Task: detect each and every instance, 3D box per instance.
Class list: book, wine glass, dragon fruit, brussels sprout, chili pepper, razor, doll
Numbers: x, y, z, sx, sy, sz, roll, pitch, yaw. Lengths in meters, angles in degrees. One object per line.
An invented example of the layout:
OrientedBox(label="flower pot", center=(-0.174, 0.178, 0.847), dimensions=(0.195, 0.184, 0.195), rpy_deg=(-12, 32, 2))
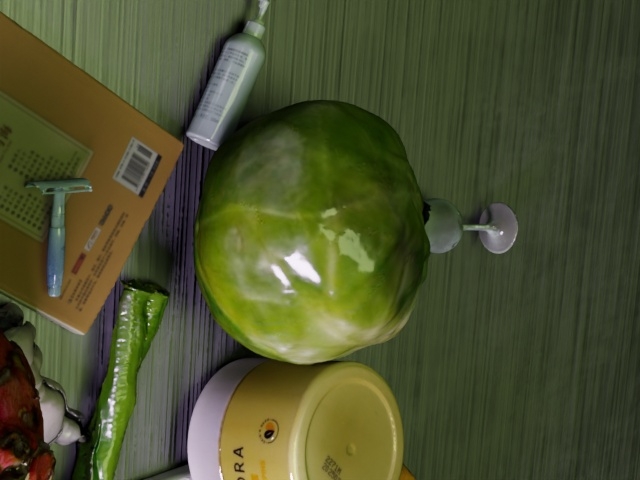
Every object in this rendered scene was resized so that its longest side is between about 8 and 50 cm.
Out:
OrientedBox(label="book", center=(-0.344, -0.089, 1.434), dimensions=(0.389, 0.032, 0.269), rpy_deg=(37, 75, -39))
OrientedBox(label="wine glass", center=(0.189, -0.020, 1.857), dimensions=(0.195, 0.079, 0.079), rpy_deg=(0, 100, -41))
OrientedBox(label="dragon fruit", center=(-0.383, 0.161, 1.253), dimensions=(0.250, 0.250, 0.315), rpy_deg=(-13, 67, -37))
OrientedBox(label="brussels sprout", center=(-0.004, 0.004, 1.578), dimensions=(0.355, 0.281, 0.289), rpy_deg=(39, 40, -61))
OrientedBox(label="chili pepper", center=(-0.244, 0.224, 1.559), dimensions=(0.085, 0.076, 0.359), rpy_deg=(6, 96, -65))
OrientedBox(label="razor", center=(-0.295, -0.002, 1.457), dimensions=(0.068, 0.040, 0.135), rpy_deg=(-7, 112, -39))
OrientedBox(label="doll", center=(-0.345, 0.169, 1.451), dimensions=(0.149, 0.095, 0.192), rpy_deg=(-28, 114, -34))

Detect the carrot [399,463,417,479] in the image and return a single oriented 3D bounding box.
OrientedBox(label="carrot", center=(0.043, 0.462, 1.742), dimensions=(0.340, 0.241, 0.241), rpy_deg=(-55, 128, -18))

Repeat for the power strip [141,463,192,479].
OrientedBox(label="power strip", center=(-0.176, 0.332, 1.665), dimensions=(0.192, 0.035, 0.081), rpy_deg=(-14, 109, -36))

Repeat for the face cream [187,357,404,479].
OrientedBox(label="face cream", center=(-0.028, 0.257, 1.642), dimensions=(0.218, 0.179, 0.218), rpy_deg=(3, 85, -48))

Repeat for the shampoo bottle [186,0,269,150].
OrientedBox(label="shampoo bottle", center=(-0.102, -0.206, 1.590), dimensions=(0.056, 0.056, 0.195), rpy_deg=(28, 83, -40))
